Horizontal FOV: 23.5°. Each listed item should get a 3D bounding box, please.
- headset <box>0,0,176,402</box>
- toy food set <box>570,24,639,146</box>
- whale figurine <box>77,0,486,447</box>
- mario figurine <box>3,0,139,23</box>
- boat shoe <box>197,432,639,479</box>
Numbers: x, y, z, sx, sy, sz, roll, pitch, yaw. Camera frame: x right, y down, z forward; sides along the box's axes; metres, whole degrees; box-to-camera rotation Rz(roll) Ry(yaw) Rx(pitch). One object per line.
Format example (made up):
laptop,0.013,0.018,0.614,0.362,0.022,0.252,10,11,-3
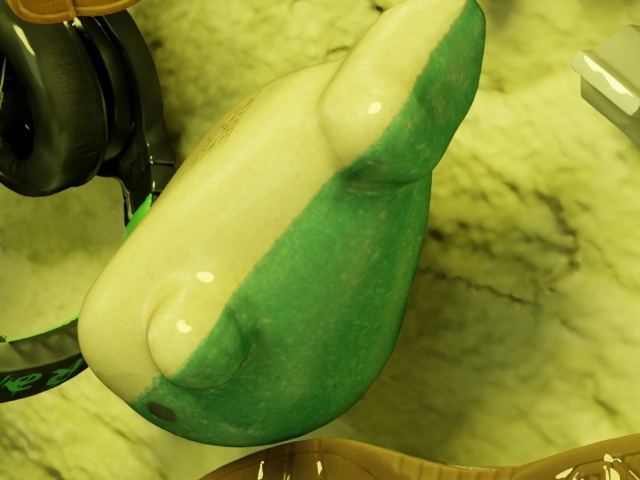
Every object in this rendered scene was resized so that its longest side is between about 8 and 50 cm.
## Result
headset,-0.222,-0.087,0.893,0.185,0.243,0.394,-45,48,54
toy food set,0.129,-0.110,0.657,0.232,0.104,0.111,47,120,28
whale figurine,0.000,0.000,0.721,0.141,0.216,0.272,40,137,-8
mario figurine,-0.136,-0.280,0.825,0.198,0.170,0.320,108,156,-49
boat shoe,0.075,0.158,0.703,0.342,0.123,0.123,-13,59,30
